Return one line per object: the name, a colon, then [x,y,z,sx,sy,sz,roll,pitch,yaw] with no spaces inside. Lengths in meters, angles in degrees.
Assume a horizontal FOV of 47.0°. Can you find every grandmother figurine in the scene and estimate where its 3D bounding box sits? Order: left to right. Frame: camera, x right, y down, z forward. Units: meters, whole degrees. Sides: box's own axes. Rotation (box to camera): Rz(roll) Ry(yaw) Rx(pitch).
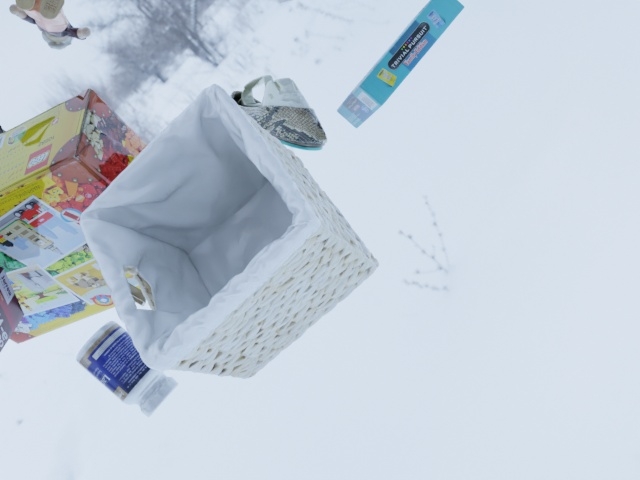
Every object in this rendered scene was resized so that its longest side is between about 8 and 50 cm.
grandmother figurine: [-0.719,-0.593,1.980,0.104,0.208,0.342,-64,12,-5]

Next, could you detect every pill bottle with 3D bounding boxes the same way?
pill bottle: [-0.536,0.363,2.062,0.153,0.265,0.153,-50,-1,-2]

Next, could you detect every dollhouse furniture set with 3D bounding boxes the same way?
dollhouse furniture set: [-0.350,0.139,1.378,0.081,0.114,0.091,-62,10,-26]

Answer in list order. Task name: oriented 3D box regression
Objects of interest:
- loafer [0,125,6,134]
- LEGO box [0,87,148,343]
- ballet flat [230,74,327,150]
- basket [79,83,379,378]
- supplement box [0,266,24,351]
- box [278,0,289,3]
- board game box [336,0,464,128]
loafer: [-0.850,-0.257,2.003,0.080,0.220,0.078,26,60,24]
LEGO box: [-0.534,-0.023,1.464,0.500,0.372,0.193,-21,47,20]
ballet flat: [-0.137,-0.347,1.950,0.483,0.164,0.182,21,108,57]
basket: [-0.145,0.006,1.172,0.331,0.266,0.328,-42,57,9]
supplement box: [-0.615,0.168,1.272,0.073,0.130,0.239,3,41,8]
box: [0.007,-0.801,1.899,0.345,0.215,0.168,-43,28,-21]
board game box: [0.197,-0.461,1.893,0.336,0.079,0.254,-51,6,-11]
